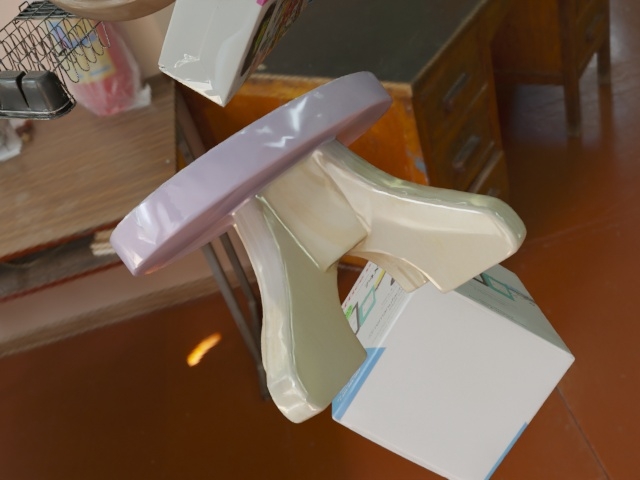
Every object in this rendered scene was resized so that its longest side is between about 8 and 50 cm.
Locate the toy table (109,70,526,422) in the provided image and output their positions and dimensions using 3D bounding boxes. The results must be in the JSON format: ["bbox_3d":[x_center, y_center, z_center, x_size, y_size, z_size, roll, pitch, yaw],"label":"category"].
[{"bbox_3d":[0.000,0.000,0.545,0.274,0.161,0.252,-38,1,-41],"label":"toy table"}]

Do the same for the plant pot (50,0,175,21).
[{"bbox_3d":[-0.304,-0.456,0.912,0.323,0.323,0.280,-12,2,8],"label":"plant pot"}]

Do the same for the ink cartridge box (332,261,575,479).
[{"bbox_3d":[0.143,0.121,0.938,0.197,0.198,0.270,28,15,-7],"label":"ink cartridge box"}]

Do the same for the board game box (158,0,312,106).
[{"bbox_3d":[-0.059,-0.334,0.895,0.097,0.224,0.303,30,46,-3],"label":"board game box"}]

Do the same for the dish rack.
[{"bbox_3d":[-0.433,-0.299,1.182,0.208,0.074,0.271,6,47,19],"label":"dish rack"}]
